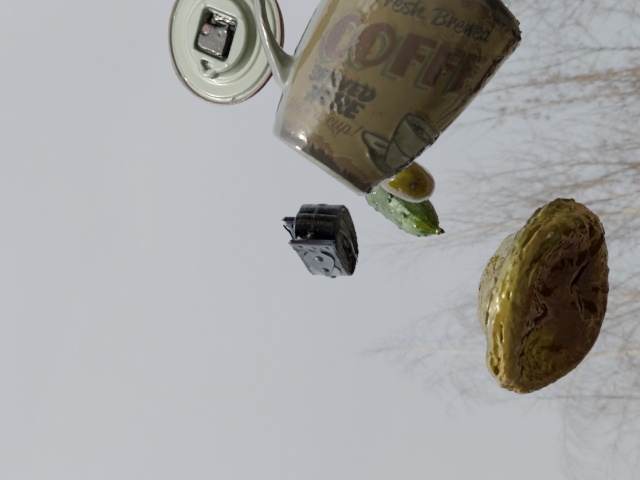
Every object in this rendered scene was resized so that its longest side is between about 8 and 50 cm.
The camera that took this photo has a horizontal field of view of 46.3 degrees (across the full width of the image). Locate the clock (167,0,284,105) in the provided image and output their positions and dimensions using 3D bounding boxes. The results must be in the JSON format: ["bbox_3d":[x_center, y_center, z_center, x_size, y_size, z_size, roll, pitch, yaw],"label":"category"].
[{"bbox_3d":[-0.168,-0.357,1.301,0.056,0.245,0.244,-19,-80,-59],"label":"clock"}]

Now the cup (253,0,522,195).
[{"bbox_3d":[0.036,-0.211,0.856,0.301,0.227,0.257,35,-88,-14],"label":"cup"}]

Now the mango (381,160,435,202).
[{"bbox_3d":[0.195,-0.139,1.669,0.091,0.137,0.237,-56,-15,14],"label":"mango"}]

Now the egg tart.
[{"bbox_3d":[0.469,0.113,1.635,0.443,0.178,0.442,-14,-67,-38],"label":"egg tart"}]

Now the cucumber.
[{"bbox_3d":[0.234,-0.084,1.962,0.134,0.244,0.134,-26,-41,-25],"label":"cucumber"}]

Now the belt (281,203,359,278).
[{"bbox_3d":[0.001,0.000,1.564,0.218,0.129,0.122,60,-144,-60],"label":"belt"}]

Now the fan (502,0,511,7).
[{"bbox_3d":[0.261,-0.412,1.204,0.009,0.240,0.131,3,-111,-38],"label":"fan"}]
